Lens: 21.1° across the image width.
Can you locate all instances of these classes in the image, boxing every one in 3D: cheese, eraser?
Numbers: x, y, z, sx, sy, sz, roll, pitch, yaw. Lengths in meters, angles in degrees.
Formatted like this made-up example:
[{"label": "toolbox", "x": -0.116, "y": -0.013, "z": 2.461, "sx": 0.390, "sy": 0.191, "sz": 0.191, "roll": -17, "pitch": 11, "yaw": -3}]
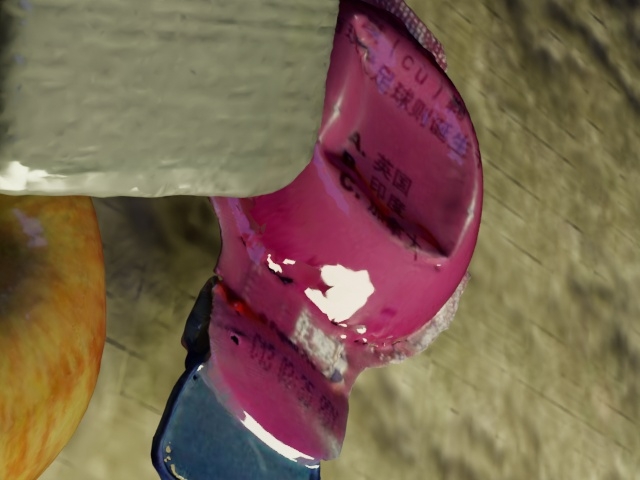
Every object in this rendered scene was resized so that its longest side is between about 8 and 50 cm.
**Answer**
[{"label": "cheese", "x": 0.000, "y": 0.000, "z": 0.630, "sx": 0.155, "sy": 0.062, "sz": 0.244, "roll": 43, "pitch": 50, "yaw": -30}, {"label": "eraser", "x": -0.107, "y": -0.166, "z": 0.471, "sx": 0.111, "sy": 0.077, "sz": 0.352, "roll": -1, "pitch": 51, "yaw": -50}]

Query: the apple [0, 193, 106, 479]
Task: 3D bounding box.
[{"label": "apple", "x": -0.123, "y": 0.017, "z": 0.429, "sx": 0.146, "sy": 0.131, "sz": 0.146, "roll": 17, "pitch": 64, "yaw": -39}]
